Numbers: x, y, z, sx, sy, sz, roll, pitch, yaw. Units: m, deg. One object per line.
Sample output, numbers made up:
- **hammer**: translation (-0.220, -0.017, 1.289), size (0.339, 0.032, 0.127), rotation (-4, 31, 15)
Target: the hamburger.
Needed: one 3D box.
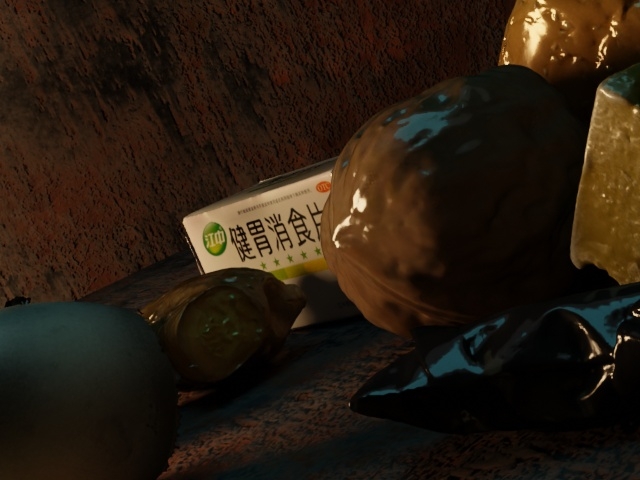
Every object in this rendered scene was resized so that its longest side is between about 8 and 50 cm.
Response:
- **hamburger**: translation (0.293, -0.149, 1.486), size (0.260, 0.283, 0.145), rotation (22, 34, 35)

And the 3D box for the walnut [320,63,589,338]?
- **walnut**: translation (0.127, -0.030, 1.416), size (0.273, 0.227, 0.273), rotation (-21, 3, 1)

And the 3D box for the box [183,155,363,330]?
- **box**: translation (0.002, 0.000, 1.832), size (0.145, 0.173, 0.333), rotation (-30, 9, -38)

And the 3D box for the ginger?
- **ginger**: translation (-0.143, 0.105, 1.724), size (0.219, 0.123, 0.270), rotation (-32, 10, -35)

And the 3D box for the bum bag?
- **bum bag**: translation (0.171, 0.077, 1.012), size (0.341, 0.095, 0.144), rotation (-13, 4, 30)

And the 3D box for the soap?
- **soap**: translation (0.350, -0.095, 1.289), size (0.315, 0.199, 0.091), rotation (-30, 51, -31)

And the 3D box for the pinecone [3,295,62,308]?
- **pinecone**: translation (-0.352, 0.162, 1.603), size (0.273, 0.224, 0.224), rotation (-23, 5, -32)

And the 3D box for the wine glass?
- **wine glass**: translation (-0.291, 0.143, 1.281), size (0.357, 0.190, 0.190), rotation (0, -12, -44)
